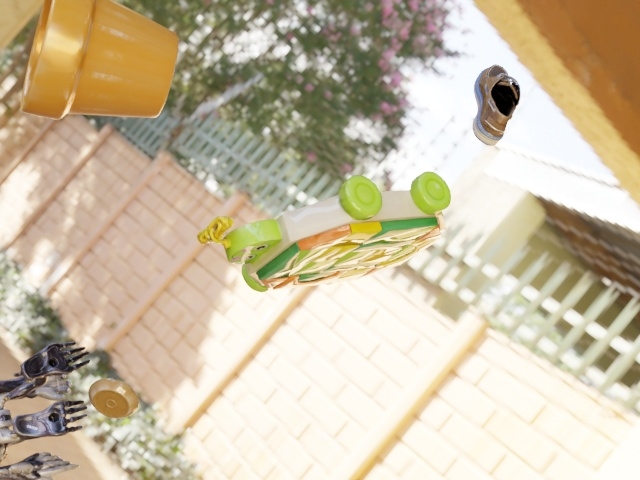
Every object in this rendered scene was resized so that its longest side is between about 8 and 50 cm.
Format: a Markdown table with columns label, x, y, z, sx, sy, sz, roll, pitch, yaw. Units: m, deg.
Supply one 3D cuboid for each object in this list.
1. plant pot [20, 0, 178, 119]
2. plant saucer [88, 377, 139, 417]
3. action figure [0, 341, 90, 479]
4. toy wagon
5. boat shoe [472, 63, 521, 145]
| label | x | y | z | sx | sy | sz | roll | pitch | yaw |
| --- | --- | --- | --- | --- | --- | --- | --- | --- | --- |
| plant pot | -0.311 | -0.260 | 1.577 | 0.188 | 0.205 | 0.205 | 14 | 6 | -20 |
| plant saucer | -0.331 | 0.255 | 1.751 | 0.083 | 0.083 | 0.015 | 41 | 31 | -16 |
| action figure | -0.367 | 0.230 | 1.361 | 0.141 | 0.276 | 0.164 | 5 | 63 | -37 |
| toy wagon | 0.000 | 0.000 | 1.444 | 0.344 | 0.267 | 0.068 | -6 | 70 | -38 |
| boat shoe | 0.286 | -0.226 | 1.745 | 0.066 | 0.066 | 0.183 | 26 | 44 | -16 |
